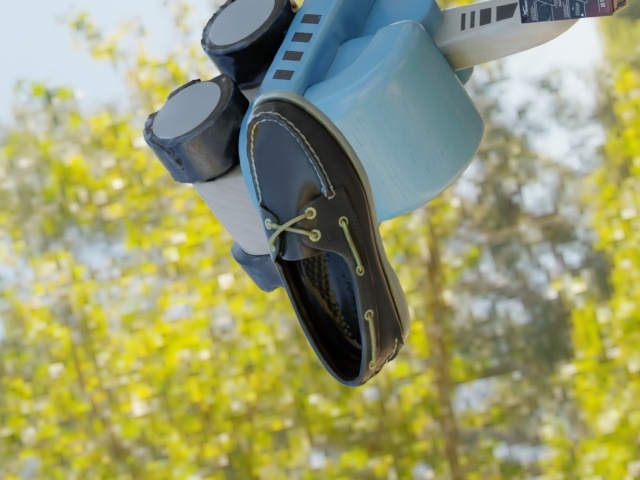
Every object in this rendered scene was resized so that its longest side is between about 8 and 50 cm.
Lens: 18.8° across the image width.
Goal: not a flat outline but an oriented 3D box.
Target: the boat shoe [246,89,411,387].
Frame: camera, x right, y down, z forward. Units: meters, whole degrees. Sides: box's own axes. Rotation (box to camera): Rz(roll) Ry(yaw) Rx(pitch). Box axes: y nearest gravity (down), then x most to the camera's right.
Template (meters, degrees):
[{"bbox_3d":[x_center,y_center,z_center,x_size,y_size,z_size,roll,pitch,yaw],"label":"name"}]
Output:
[{"bbox_3d":[0.000,0.000,1.430,0.069,0.081,0.228,-49,-60,-51],"label":"boat shoe"}]

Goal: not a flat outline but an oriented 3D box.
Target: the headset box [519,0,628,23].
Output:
[{"bbox_3d":[0.205,-0.194,1.542,0.062,0.083,0.032,-35,-59,-66],"label":"headset box"}]

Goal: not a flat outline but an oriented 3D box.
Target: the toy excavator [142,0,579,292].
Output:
[{"bbox_3d":[0.111,-0.176,1.921,0.222,0.445,0.433,55,-137,-33],"label":"toy excavator"}]
